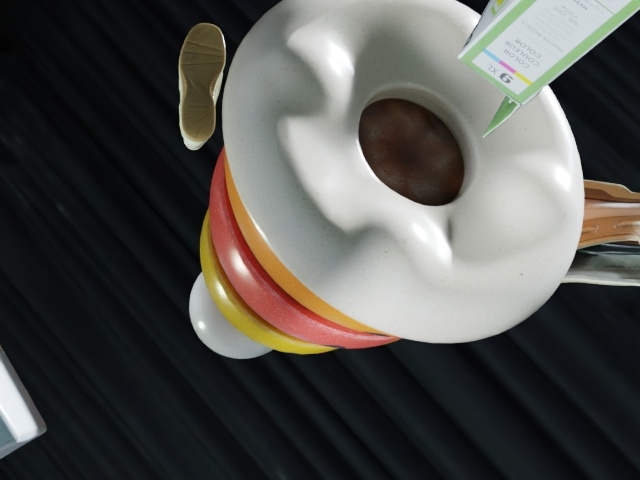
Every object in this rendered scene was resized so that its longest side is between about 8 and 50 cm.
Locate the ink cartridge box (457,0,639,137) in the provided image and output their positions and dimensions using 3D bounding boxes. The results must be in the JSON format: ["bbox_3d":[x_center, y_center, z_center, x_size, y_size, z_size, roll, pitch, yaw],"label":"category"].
[{"bbox_3d":[0.158,-0.165,0.892,0.109,0.062,0.209,-60,9,-30],"label":"ink cartridge box"}]

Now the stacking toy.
[{"bbox_3d":[0.000,0.000,1.315,0.350,0.350,0.480,-33,-6,-34],"label":"stacking toy"}]

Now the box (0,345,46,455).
[{"bbox_3d":[-0.370,0.038,0.894,0.215,0.345,0.168,-30,-3,-7],"label":"box"}]

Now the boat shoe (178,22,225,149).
[{"bbox_3d":[-0.146,-0.187,1.597,0.056,0.153,0.048,4,-15,-13],"label":"boat shoe"}]

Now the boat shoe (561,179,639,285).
[{"bbox_3d":[0.354,0.009,1.342,0.113,0.302,0.103,60,-136,-43],"label":"boat shoe"}]
